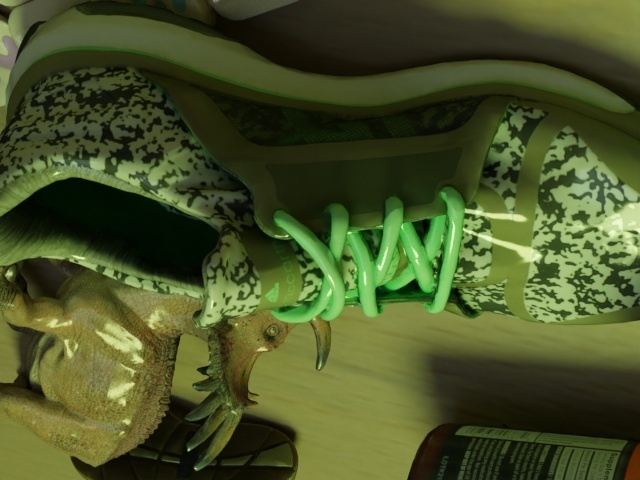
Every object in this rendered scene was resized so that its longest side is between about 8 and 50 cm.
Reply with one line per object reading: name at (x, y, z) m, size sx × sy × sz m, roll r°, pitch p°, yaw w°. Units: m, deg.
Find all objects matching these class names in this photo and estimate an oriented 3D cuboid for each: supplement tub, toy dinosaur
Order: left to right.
toy dinosaur at (-0.135, 0.087, 0.893) m, size 0.200 × 0.127 × 0.295 m, roll 35°, pitch 137°, yaw -8°
supplement tub at (0.156, 0.167, 0.801) m, size 0.198 × 0.106 × 0.106 m, roll 2°, pitch 123°, yaw 26°

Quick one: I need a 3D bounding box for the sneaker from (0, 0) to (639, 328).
sneaker at (0.000, 0.000, 0.704) m, size 0.410 × 0.182 × 0.158 m, roll 9°, pitch 128°, yaw 12°

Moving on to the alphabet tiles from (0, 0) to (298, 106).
alphabet tiles at (-0.148, -0.176, 0.777) m, size 0.278 × 0.021 × 0.284 m, roll -12°, pitch 115°, yaw 33°

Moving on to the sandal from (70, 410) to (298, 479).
sandal at (-0.098, 0.156, 0.960) m, size 0.180 × 0.072 × 0.049 m, roll 6°, pitch 146°, yaw 19°
